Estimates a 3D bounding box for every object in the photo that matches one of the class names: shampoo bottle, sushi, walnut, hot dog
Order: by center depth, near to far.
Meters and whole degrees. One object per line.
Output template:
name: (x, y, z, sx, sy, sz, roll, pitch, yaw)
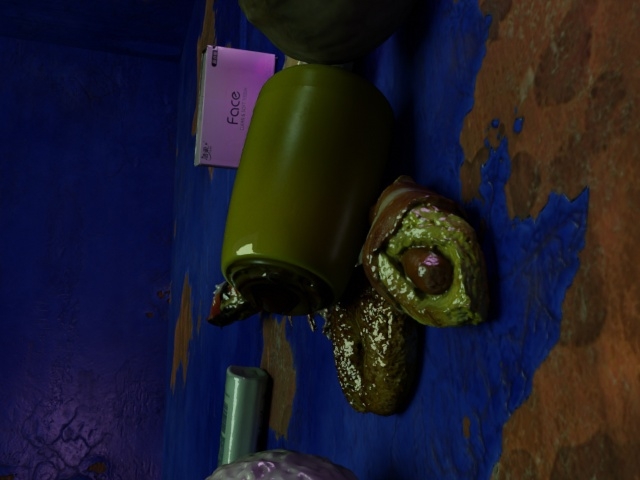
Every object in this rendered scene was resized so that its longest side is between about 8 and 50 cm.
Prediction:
hot dog: (0.088, 0.006, 0.846, 0.261, 0.093, 0.123, -131, 52, -69)
walnut: (-0.001, -0.330, 0.985, 0.248, 0.248, 0.248, -174, 90, -74)
shampoo bottle: (-0.157, 0.418, 1.579, 0.134, 0.078, 0.359, -161, 77, -77)
sushi: (-0.138, 0.097, 1.595, 0.226, 0.097, 0.103, -34, 57, 51)

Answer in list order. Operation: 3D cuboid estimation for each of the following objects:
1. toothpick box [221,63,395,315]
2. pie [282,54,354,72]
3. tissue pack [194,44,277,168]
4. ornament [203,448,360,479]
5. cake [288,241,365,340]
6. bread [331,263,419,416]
toothpick box: (-0.018, -0.054, 0.985, 0.175, 0.175, 0.271, 126, 160, -60)
pie: (-0.006, -0.262, 1.262, 0.337, 0.075, 0.337, -167, 90, -75)
tissue pack: (-0.178, -0.273, 1.767, 0.092, 0.149, 0.246, -171, 85, -73)
ornament: (-0.044, 0.342, 0.901, 0.259, 0.259, 0.225, 118, 148, -53)
cake: (0.006, 0.001, 1.136, 0.135, 0.098, 0.287, 132, 146, -62)
bread: (0.058, 0.113, 0.976, 0.193, 0.064, 0.193, -178, 90, -73)
